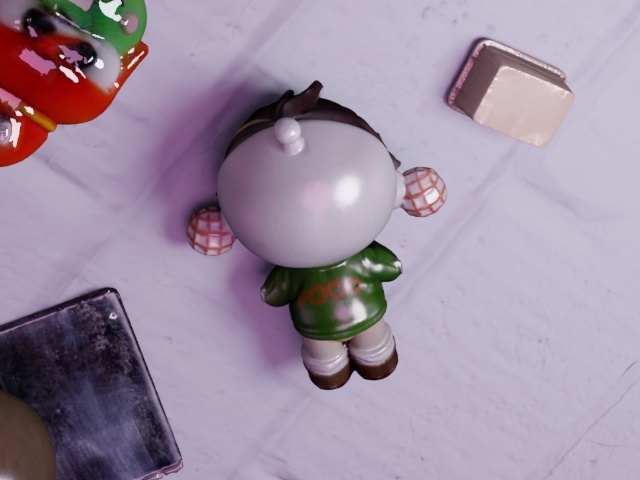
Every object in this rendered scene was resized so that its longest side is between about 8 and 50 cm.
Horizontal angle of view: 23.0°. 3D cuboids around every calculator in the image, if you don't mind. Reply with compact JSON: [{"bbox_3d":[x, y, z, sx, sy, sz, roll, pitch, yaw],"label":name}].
[{"bbox_3d":[-0.263,0.180,1.760,0.161,0.021,0.261,-19,120,-6],"label":"calculator"}]

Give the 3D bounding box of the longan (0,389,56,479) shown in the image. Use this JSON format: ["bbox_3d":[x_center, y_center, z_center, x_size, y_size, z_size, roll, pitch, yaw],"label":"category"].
[{"bbox_3d":[-0.402,0.263,1.630,0.258,0.258,0.258,-7,118,-13],"label":"longan"}]

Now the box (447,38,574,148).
[{"bbox_3d":[0.210,-0.155,1.706,0.122,0.062,0.089,20,109,-24],"label":"box"}]

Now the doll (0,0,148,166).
[{"bbox_3d":[-0.254,-0.201,1.471,0.183,0.160,0.363,34,85,-27],"label":"doll"}]

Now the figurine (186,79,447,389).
[{"bbox_3d":[0.000,0.000,1.668,0.281,0.167,0.370,-10,126,4],"label":"figurine"}]
